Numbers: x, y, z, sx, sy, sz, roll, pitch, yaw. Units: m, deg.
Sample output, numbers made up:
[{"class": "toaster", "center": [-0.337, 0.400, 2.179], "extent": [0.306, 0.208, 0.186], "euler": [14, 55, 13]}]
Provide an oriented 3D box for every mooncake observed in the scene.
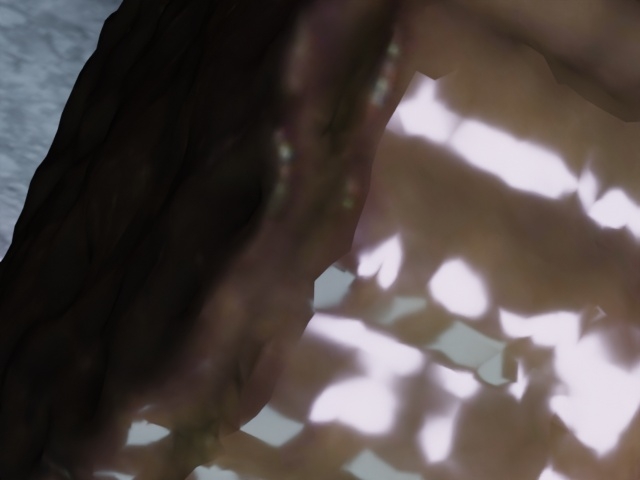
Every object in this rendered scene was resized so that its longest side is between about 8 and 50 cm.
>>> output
[{"class": "mooncake", "center": [0.001, 0.000, 0.711], "extent": [0.187, 0.324, 0.324], "euler": [25, 146, -22]}]
